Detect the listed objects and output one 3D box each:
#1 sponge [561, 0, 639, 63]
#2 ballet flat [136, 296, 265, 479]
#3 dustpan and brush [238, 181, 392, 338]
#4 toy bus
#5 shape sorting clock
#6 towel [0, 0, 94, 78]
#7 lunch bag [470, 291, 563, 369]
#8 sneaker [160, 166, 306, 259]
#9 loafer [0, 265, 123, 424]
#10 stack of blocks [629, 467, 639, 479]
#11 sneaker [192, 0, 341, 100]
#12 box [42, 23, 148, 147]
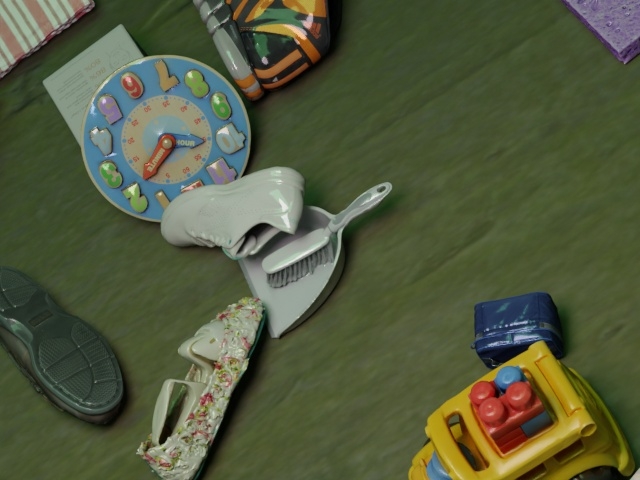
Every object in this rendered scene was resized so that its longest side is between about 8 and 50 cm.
[{"bbox_3d":[0.338,-0.311,2.007,0.117,0.031,0.210,-38,55,1],"label":"sponge"},{"bbox_3d":[-0.135,0.161,1.929,0.091,0.077,0.241,-10,54,57],"label":"ballet flat"},{"bbox_3d":[0.000,0.000,1.974,0.211,0.060,0.147,-30,56,7],"label":"dustpan and brush"},{"bbox_3d":[0.177,0.205,1.696,0.220,0.211,0.149,-33,57,7],"label":"toy bus"},{"bbox_3d":[-0.186,-0.122,2.059,0.206,0.206,0.040,-37,20,2],"label":"shape sorting clock"},{"bbox_3d":[-0.416,-0.317,2.315,0.197,0.029,0.144,-36,75,8],"label":"towel"},{"bbox_3d":[0.208,0.102,1.822,0.098,0.067,0.065,-13,59,19],"label":"lunch bag"},{"bbox_3d":[-0.109,-0.015,1.998,0.212,0.080,0.094,-20,59,37],"label":"sneaker"},{"bbox_3d":[-0.324,0.136,2.050,0.096,0.084,0.267,-27,54,-30],"label":"loafer"},{"bbox_3d":[0.426,0.157,1.632,0.087,0.171,0.297,37,83,34],"label":"stack of blocks"},{"bbox_3d":[-0.077,-0.336,2.167,0.180,0.124,0.321,-29,66,3],"label":"sneaker"},{"bbox_3d":[-0.251,-0.164,2.156,0.130,0.091,0.170,-35,55,2],"label":"box"}]
